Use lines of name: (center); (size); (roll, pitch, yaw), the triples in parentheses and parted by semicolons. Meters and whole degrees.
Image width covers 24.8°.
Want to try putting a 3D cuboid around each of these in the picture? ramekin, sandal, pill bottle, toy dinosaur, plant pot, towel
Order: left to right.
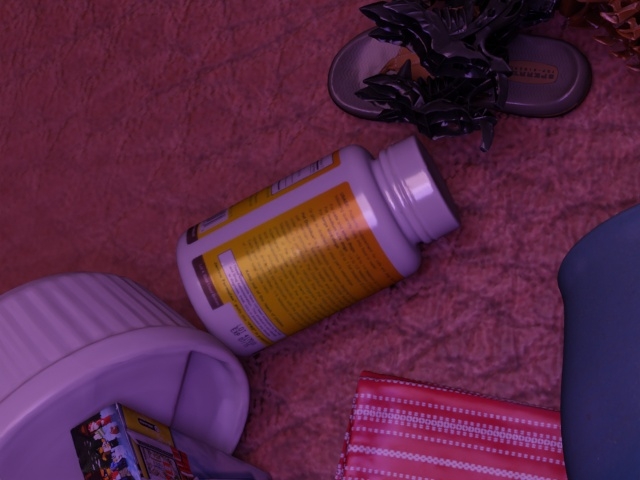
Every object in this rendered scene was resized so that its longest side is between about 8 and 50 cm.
ramekin: (-0.198, 0.145, 1.138); (0.273, 0.273, 0.127); (-47, 57, 4)
pill bottle: (0.000, 0.000, 1.173); (0.215, 0.117, 0.117); (-27, 74, 11)
towel: (0.093, 0.253, 1.147); (0.199, 0.031, 0.274); (10, 83, 17)
sandal: (0.111, -0.140, 1.196); (0.219, 0.060, 0.090); (7, 82, 17)
toy dinosaur: (0.133, -0.199, 1.106); (0.322, 0.164, 0.218); (24, 67, 33)
plant pot: (0.286, 0.108, 1.006); (0.272, 0.271, 0.255); (-19, 61, 13)

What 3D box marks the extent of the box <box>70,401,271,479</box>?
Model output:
box: (-0.083, 0.225, 1.078); (0.044, 0.233, 0.159); (-31, 58, 13)
